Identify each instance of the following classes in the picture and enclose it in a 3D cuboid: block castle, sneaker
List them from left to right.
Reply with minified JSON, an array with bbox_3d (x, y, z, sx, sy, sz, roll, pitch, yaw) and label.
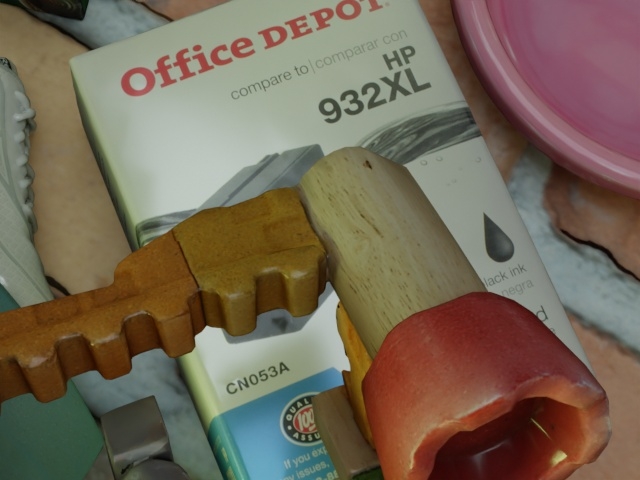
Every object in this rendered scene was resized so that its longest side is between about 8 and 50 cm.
[{"bbox_3d":[-0.227,-0.051,0.839,0.118,0.110,0.292,-28,80,-21],"label":"sneaker"},{"bbox_3d":[-0.042,0.206,0.600,0.303,0.453,0.213,-18,48,-12],"label":"block castle"}]

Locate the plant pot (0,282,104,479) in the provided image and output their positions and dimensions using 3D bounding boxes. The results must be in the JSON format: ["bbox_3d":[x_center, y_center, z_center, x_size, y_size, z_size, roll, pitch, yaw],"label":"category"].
[{"bbox_3d":[-0.255,0.093,0.739,0.234,0.165,0.166,42,48,-17],"label":"plant pot"}]

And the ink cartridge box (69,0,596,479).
[{"bbox_3d":[0.000,0.000,0.828,0.223,0.129,0.308,-22,78,-10],"label":"ink cartridge box"}]

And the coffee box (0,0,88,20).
[{"bbox_3d":[-0.248,-0.201,0.868,0.184,0.113,0.040,13,78,-3],"label":"coffee box"}]

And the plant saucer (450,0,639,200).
[{"bbox_3d":[0.249,-0.177,0.923,0.332,0.084,0.332,2,75,-6],"label":"plant saucer"}]
